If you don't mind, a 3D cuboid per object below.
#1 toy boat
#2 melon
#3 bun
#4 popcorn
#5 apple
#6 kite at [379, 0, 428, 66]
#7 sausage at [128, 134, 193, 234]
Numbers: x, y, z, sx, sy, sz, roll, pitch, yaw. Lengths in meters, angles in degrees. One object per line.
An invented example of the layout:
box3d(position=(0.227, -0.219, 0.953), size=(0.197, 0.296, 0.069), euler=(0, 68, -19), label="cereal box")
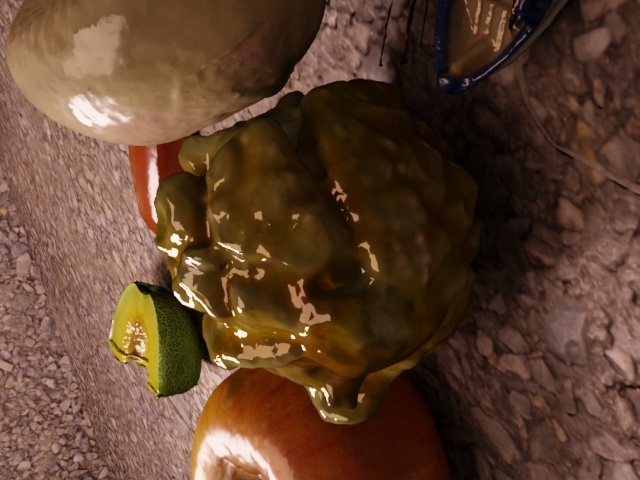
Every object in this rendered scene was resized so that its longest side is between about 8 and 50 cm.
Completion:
box3d(position=(0.113, -0.219, 0.600), size=(0.114, 0.115, 0.262), euler=(41, 145, 41), label="toy boat")
box3d(position=(-0.281, 0.164, 1.650), size=(0.265, 0.129, 0.169), euler=(27, 112, 56), label="melon")
box3d(position=(-0.104, -0.230, 0.804), size=(0.213, 0.361, 0.361), euler=(39, 167, -30), label="bun")
box3d(position=(0.004, 0.002, 0.808), size=(0.274, 0.279, 0.335), euler=(55, -166, 19), label="popcorn")
box3d(position=(0.011, 0.262, 1.034), size=(0.299, 0.275, 0.298), euler=(21, 117, 50), label="apple")
box3d(position=(0.076, -0.208, 0.668), size=(0.010, 0.183, 0.160), euler=(13, 109, 13), label="kite")
box3d(position=(-0.233, -0.147, 1.321), size=(0.097, 0.094, 0.348), euler=(29, 136, 31), label="sausage")
